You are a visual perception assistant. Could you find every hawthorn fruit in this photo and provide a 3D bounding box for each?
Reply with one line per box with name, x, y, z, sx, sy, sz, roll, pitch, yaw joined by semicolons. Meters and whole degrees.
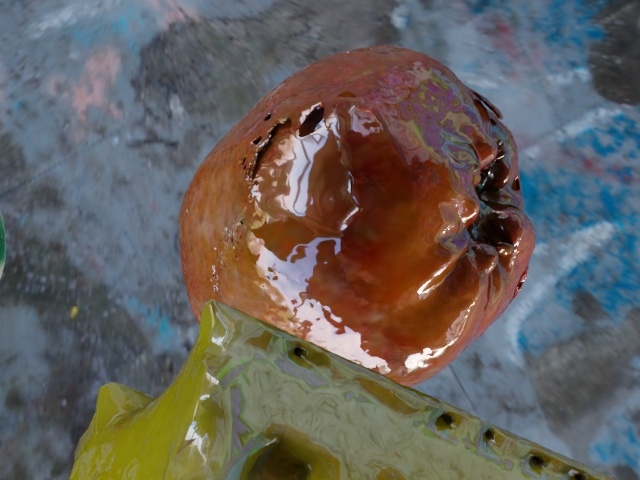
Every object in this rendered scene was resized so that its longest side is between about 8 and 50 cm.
hawthorn fruit;0.000;0.000;0.953;0.211;0.299;0.211;13;69;-38

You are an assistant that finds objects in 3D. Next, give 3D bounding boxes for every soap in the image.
soap;0.034;0.221;0.603;0.335;0.156;0.293;24;54;-24

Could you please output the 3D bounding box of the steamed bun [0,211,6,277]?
steamed bun;-0.235;-0.020;0.699;0.131;0.228;0.177;-46;131;1
